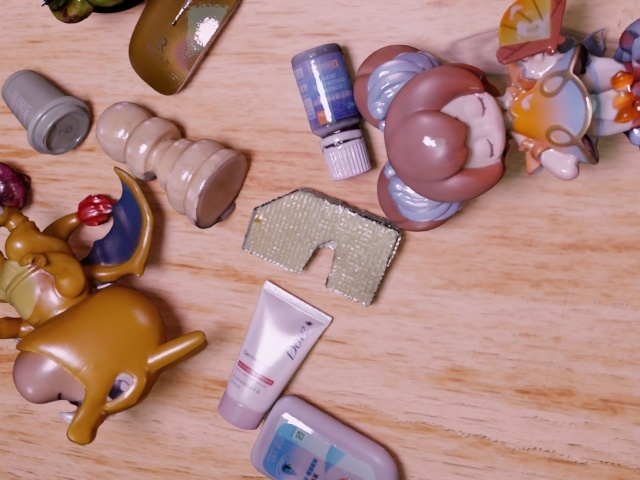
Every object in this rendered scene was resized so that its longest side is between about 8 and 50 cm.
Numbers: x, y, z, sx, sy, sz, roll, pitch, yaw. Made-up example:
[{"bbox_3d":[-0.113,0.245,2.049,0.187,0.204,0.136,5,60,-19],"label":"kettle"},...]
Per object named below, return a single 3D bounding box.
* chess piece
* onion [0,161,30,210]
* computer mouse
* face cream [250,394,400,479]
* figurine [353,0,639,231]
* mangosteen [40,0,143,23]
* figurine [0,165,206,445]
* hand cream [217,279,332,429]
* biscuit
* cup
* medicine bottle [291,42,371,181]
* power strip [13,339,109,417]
[{"bbox_3d":[-0.265,-0.139,1.149,0.261,0.143,0.142,30,109,14],"label":"chess piece"},{"bbox_3d":[-0.591,-0.097,1.283,0.107,0.097,0.107,28,133,35],"label":"onion"},{"bbox_3d":[-0.225,-0.355,1.125,0.126,0.056,0.245,42,109,5],"label":"computer mouse"},{"bbox_3d":[0.047,0.409,1.190,0.337,0.080,0.163,29,108,11],"label":"face cream"},{"bbox_3d":[0.245,-0.170,0.935,0.388,0.248,0.276,-13,95,11],"label":"figurine"},{"bbox_3d":[-0.351,-0.447,1.052,0.243,0.243,0.243,4,103,17],"label":"mangosteen"},{"bbox_3d":[-0.403,0.106,1.174,0.387,0.268,0.401,47,107,6],"label":"figurine"},{"bbox_3d":[-0.088,0.208,1.198,0.133,0.083,0.248,27,99,9],"label":"hand cream"},{"bbox_3d":[0.000,0.000,1.133,0.250,0.046,0.147,22,109,11],"label":"biscuit"},{"bbox_3d":[-0.490,-0.229,1.210,0.141,0.120,0.120,39,111,16],"label":"cup"},{"bbox_3d":[0.020,-0.196,1.065,0.083,0.083,0.203,-14,99,20],"label":"medicine bottle"},{"bbox_3d":[-0.511,0.269,1.369,0.253,0.027,0.060,35,111,8],"label":"power strip"}]
